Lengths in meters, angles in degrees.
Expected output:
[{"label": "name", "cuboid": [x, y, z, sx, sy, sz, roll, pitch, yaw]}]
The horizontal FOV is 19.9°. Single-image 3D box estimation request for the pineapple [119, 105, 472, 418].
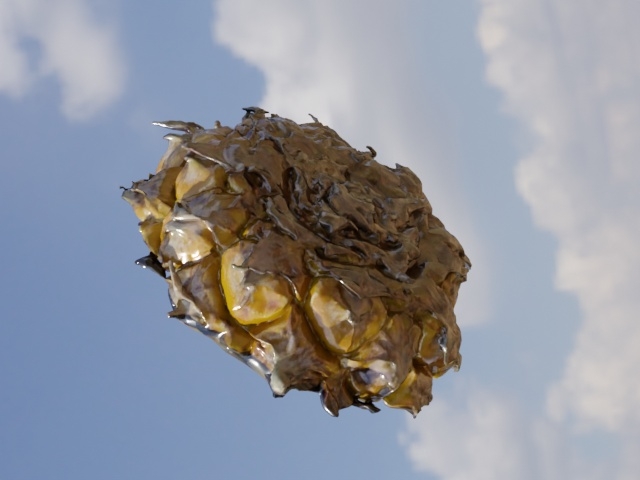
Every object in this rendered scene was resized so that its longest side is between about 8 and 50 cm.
[{"label": "pineapple", "cuboid": [0.000, 0.000, 0.955, 0.225, 0.076, 0.225, 28, -152, -16]}]
